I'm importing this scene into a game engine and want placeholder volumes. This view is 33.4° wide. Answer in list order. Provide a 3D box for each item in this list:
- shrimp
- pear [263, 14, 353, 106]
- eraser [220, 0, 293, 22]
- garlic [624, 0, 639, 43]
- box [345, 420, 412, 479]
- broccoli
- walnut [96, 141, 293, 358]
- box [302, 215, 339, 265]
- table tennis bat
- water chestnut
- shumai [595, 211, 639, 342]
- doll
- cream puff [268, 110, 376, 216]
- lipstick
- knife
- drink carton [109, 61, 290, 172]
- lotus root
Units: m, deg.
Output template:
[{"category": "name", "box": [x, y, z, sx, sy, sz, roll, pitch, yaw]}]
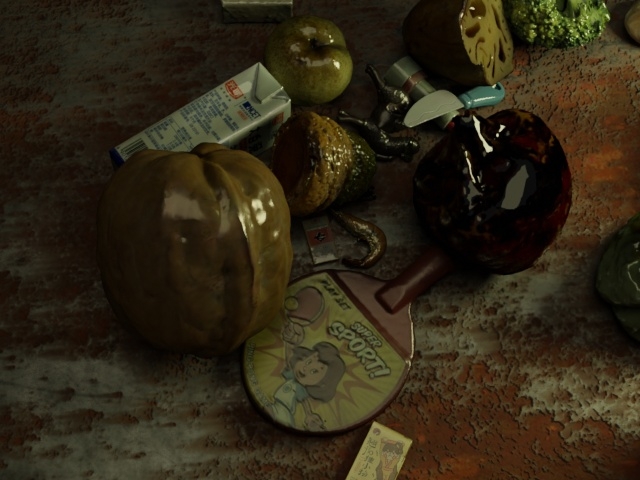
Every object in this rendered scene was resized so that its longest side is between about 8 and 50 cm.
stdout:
[{"category": "shrimp", "box": [0.053, -0.007, 1.845, 0.127, 0.025, 0.091, 39, 73, 10]}, {"category": "pear", "box": [-0.023, -0.324, 1.913, 0.167, 0.136, 0.167, 3, 67, -7]}, {"category": "eraser", "box": [-0.123, -0.579, 2.046, 0.144, 0.078, 0.343, 0, 68, -2]}, {"category": "garlic", "box": [0.665, -0.433, 2.022, 0.174, 0.099, 0.124, -32, 53, -19]}, {"category": "box", "box": [0.086, 0.366, 1.694, 0.073, 0.020, 0.149, 25, 68, 8]}, {"category": "broccoli", "box": [0.426, -0.458, 1.973, 0.197, 0.176, 0.226, 1, 88, -14]}, {"category": "walnut", "box": [-0.195, 0.023, 1.672, 0.306, 0.306, 0.344, -1, 103, -3]}, {"category": "box", "box": [0.000, 0.000, 1.846, 0.046, 0.012, 0.083, -13, 70, -7]}, {"category": "table tennis bat", "box": [0.054, 0.150, 1.770, 0.414, 0.051, 0.268, -37, 74, -13]}, {"category": "water chestnut", "box": [0.290, -0.089, 1.774, 0.289, 0.244, 0.289, 1, 70, -4]}, {"category": "shumai", "box": [0.638, 0.033, 1.730, 0.304, 0.263, 0.309, 41, 71, 15]}, {"category": "doll", "box": [0.115, -0.217, 1.913, 0.165, 0.057, 0.139, 35, 84, -3]}, {"category": "cream puff", "box": [0.017, -0.120, 1.833, 0.169, 0.183, 0.183, 10, 64, -29]}, {"category": "lipstick", "box": [0.200, -0.250, 1.940, 0.186, 0.057, 0.063, 47, 45, 10]}, {"category": "knife", "box": [0.233, -0.248, 1.909, 0.244, 0.032, 0.058, -18, 69, -31]}, {"category": "drink carton", "box": [-0.202, -0.172, 1.846, 0.315, 0.130, 0.107, -34, 74, -15]}, {"category": "lotus root", "box": [0.231, -0.366, 1.919, 0.180, 0.188, 0.199, -3, 24, 32]}]
